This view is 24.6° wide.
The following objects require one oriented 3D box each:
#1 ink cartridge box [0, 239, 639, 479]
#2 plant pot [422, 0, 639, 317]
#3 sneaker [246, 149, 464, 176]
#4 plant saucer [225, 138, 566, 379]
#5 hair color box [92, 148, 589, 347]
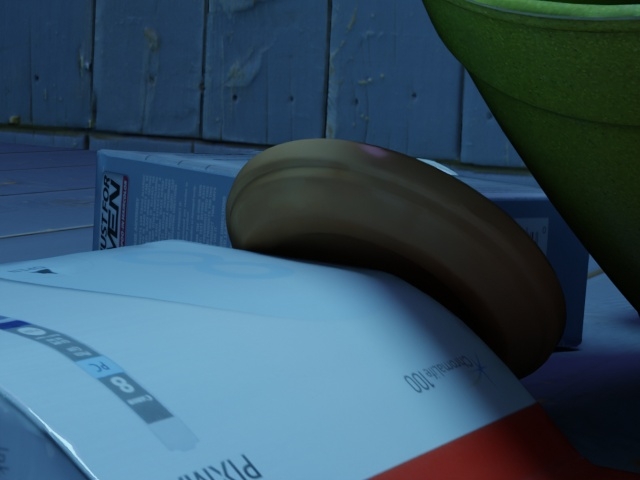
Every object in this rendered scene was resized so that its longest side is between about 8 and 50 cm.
[{"bbox_3d":[-0.002,0.069,0.599,0.385,0.091,0.308,5,7,30],"label":"ink cartridge box"},{"bbox_3d":[0.252,-0.098,0.785,0.366,0.353,0.366,-15,41,14],"label":"plant pot"},{"bbox_3d":[0.014,-0.011,1.369,0.283,0.110,0.122,3,24,24],"label":"sneaker"},{"bbox_3d":[0.034,0.025,0.802,0.200,0.037,0.200,21,-31,13],"label":"plant saucer"},{"bbox_3d":[0.000,0.000,1.099,0.185,0.114,0.374,-2,9,-38],"label":"hair color box"}]
